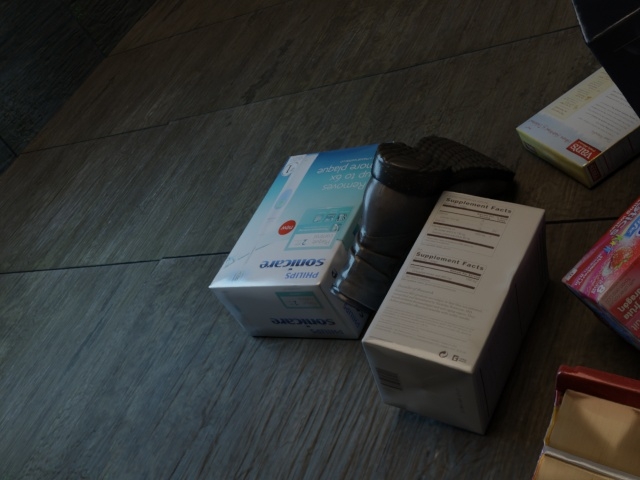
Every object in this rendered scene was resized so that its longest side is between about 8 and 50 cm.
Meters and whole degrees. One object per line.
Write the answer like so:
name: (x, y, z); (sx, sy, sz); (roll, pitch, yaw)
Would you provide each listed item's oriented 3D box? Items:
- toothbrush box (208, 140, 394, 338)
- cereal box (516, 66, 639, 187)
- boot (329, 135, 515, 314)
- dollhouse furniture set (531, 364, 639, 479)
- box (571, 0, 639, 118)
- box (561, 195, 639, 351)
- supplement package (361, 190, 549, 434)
toothbrush box: (0.000, 0.000, 1.270); (0.216, 0.126, 0.296); (-3, 46, 39)
cereal box: (0.431, -0.190, 1.204); (0.240, 0.047, 0.173); (-36, 33, -1)
boot: (0.137, -0.023, 1.156); (0.118, 0.338, 0.223); (33, 114, 32)
dollhouse furniture set: (0.342, 0.263, 0.659); (0.374, 0.152, 0.201); (13, 53, 28)
box: (0.508, -0.246, 0.912); (0.343, 0.312, 0.179); (-31, 32, 29)
box: (0.391, -0.002, 0.848); (0.257, 0.122, 0.128); (-48, 4, 4)
supplement package: (0.170, 0.080, 0.986); (0.133, 0.139, 0.244); (13, 53, 28)
